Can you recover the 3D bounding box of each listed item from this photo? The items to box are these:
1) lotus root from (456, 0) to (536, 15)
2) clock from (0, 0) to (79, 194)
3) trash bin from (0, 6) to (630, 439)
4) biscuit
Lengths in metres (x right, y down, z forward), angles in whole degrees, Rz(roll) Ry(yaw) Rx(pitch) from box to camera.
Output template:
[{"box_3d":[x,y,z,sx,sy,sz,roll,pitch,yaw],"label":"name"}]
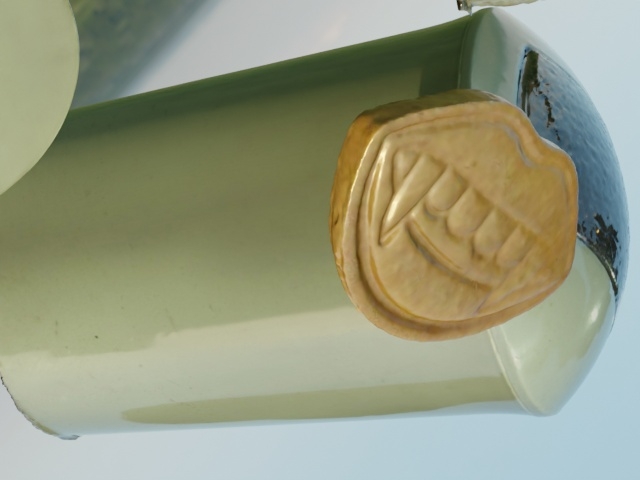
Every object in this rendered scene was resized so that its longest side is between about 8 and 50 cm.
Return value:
[{"box_3d":[0.107,-0.140,0.658,0.143,0.144,0.070,72,16,-79],"label":"lotus root"},{"box_3d":[-0.251,-0.094,0.985,0.235,0.235,0.029,-46,-135,15],"label":"clock"},{"box_3d":[0.000,0.000,1.244,0.432,0.280,0.280,-8,-156,19],"label":"trash bin"},{"box_3d":[0.075,-0.008,0.965,0.142,0.221,0.029,-48,-129,3],"label":"biscuit"}]
